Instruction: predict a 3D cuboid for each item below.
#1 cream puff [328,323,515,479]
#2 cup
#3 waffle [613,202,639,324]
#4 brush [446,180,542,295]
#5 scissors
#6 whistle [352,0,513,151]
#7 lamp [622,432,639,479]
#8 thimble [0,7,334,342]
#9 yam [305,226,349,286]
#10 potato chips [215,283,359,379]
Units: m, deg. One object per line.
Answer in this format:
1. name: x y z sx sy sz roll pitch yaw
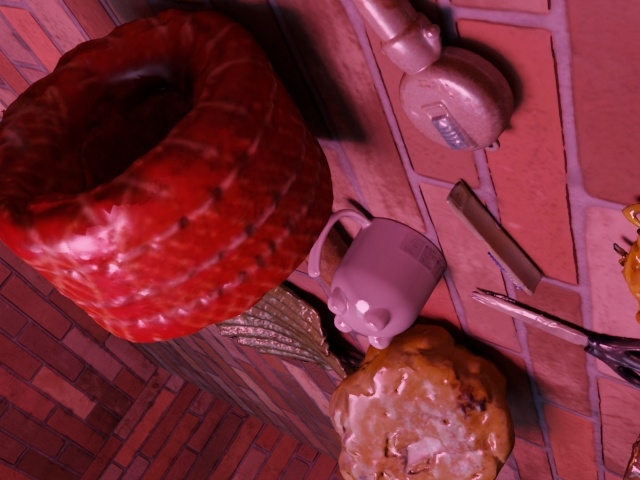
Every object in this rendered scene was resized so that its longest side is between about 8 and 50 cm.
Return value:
1. cream puff: 0.173 0.285 1.231 0.290 0.257 0.325 -8 104 10
2. cup: 0.075 0.052 0.983 0.134 0.142 0.173 16 152 38
3. waffle: 0.405 0.047 0.630 0.329 0.062 0.329 28 158 12
4. brush: 0.202 -0.002 0.846 0.178 0.033 0.030 44 170 -24
5. scissors: 0.336 0.126 0.940 0.300 0.022 0.109 24 152 25
6. whistle: 0.097 -0.154 0.643 0.220 0.057 0.107 47 155 -25
7. lamp: 0.526 0.322 0.891 0.273 0.177 0.177 23 156 22
8. thimble: -0.179 -0.079 0.816 0.350 0.350 0.231 16 153 37
9. yam: 0.000 0.000 1.070 0.081 0.081 0.357 5 146 49
10. potato chips: -0.072 0.211 1.573 0.389 0.097 0.373 7 145 45
